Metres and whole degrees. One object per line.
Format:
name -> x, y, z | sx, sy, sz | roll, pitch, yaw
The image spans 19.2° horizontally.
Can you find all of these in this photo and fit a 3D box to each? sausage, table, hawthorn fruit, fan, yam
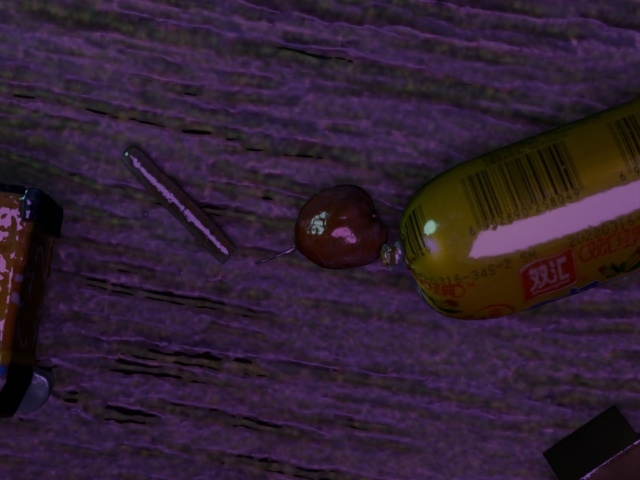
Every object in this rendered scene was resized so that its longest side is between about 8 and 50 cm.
sausage -> 0.213, -0.033, 1.407 | 0.347, 0.123, 0.123 | -19, 99, 3
table -> 0.231, 0.190, 1.467 | 0.070, 0.083, 0.082 | -35, 103, 3
hawthorn fruit -> 0.000, 0.000, 1.445 | 0.103, 0.067, 0.067 | -27, 99, 16
fan -> -0.297, 0.076, 1.474 | 0.193, 0.016, 0.038 | 31, 100, -6
yam -> -0.109, -0.028, 1.456 | 0.021, 0.021, 0.116 | -43, 97, 6

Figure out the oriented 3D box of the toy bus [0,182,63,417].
toy bus -> -0.365, 0.025, 1.377 | 0.323, 0.162, 0.194 | 7, 86, -1
